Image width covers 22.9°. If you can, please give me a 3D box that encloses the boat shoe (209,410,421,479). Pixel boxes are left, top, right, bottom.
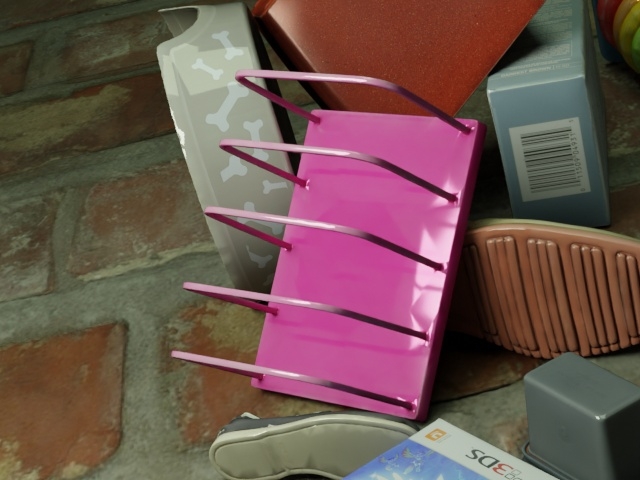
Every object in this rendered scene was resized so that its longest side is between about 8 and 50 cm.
[{"bbox_3d":[0.000,0.175,1.431,0.206,0.075,0.065,-8,29,23],"label":"boat shoe"}]

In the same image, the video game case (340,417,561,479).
[{"bbox_3d":[0.074,0.260,1.233,0.269,0.061,0.244,-28,28,-27],"label":"video game case"}]

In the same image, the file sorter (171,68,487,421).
[{"bbox_3d":[0.000,0.000,1.483,0.202,0.291,0.182,7,-9,36],"label":"file sorter"}]

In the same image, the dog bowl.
[{"bbox_3d":[-0.084,-0.106,1.755,0.102,0.349,0.349,-17,25,2],"label":"dog bowl"}]

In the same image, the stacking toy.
[{"bbox_3d":[0.454,-0.250,2.024,0.165,0.175,0.302,-13,36,7],"label":"stacking toy"}]

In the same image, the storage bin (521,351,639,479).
[{"bbox_3d":[0.235,0.155,1.335,0.098,0.091,0.135,-25,28,-23],"label":"storage bin"}]

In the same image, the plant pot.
[{"bbox_3d":[0.068,-0.260,1.829,0.267,0.235,0.267,-51,11,3],"label":"plant pot"}]

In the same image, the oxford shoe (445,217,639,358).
[{"bbox_3d":[0.183,0.024,1.582,0.397,0.140,0.146,3,24,28],"label":"oxford shoe"}]

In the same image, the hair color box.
[{"bbox_3d":[0.275,-0.174,1.882,0.113,0.185,0.374,-8,26,13],"label":"hair color box"}]
